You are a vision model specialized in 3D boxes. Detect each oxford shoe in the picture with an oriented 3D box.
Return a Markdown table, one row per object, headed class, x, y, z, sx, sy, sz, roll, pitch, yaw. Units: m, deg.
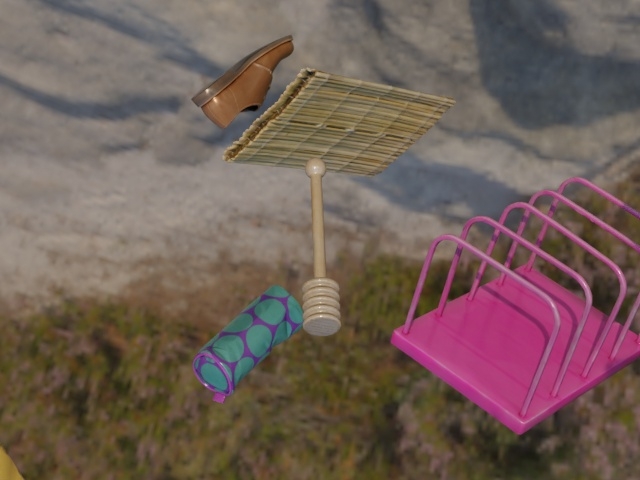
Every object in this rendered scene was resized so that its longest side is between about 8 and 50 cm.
| class | x | y | z | sx | sy | sz | roll | pitch | yaw |
| --- | --- | --- | --- | --- | --- | --- | --- | --- | --- |
| oxford shoe | -0.102 | -0.235 | 2.163 | 0.076 | 0.212 | 0.076 | 53 | 144 | -10 |

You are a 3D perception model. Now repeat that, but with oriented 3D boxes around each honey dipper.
| class | x | y | z | sx | sy | sz | roll | pitch | yaw |
| --- | --- | --- | --- | --- | --- | --- | --- | --- | --- |
| honey dipper | 0.000 | 0.000 | 1.154 | 0.030 | 0.161 | 0.030 | 0 | 146 | 0 |

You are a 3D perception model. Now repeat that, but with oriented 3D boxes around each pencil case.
| class | x | y | z | sx | sy | sz | roll | pitch | yaw |
| --- | --- | --- | --- | --- | --- | --- | --- | --- | --- |
| pencil case | -0.082 | 0.118 | 1.706 | 0.064 | 0.151 | 0.070 | 17 | 131 | 34 |

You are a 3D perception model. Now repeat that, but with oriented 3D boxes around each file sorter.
| class | x | y | z | sx | sy | sz | roll | pitch | yaw |
| --- | --- | --- | --- | --- | --- | --- | --- | --- | --- |
| file sorter | 0.270 | 0.062 | 1.767 | 0.202 | 0.290 | 0.182 | 35 | 126 | 28 |

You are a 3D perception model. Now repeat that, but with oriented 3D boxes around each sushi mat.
| class | x | y | z | sx | sy | sz | roll | pitch | yaw |
| --- | --- | --- | --- | --- | --- | --- | --- | --- | --- |
| sushi mat | 0.028 | -0.128 | 1.647 | 0.151 | 0.019 | 0.316 | -43 | 158 | 24 |

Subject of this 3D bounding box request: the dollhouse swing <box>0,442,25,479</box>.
| class | x | y | z | sx | sy | sz | roll | pitch | yaw |
| --- | --- | --- | --- | --- | --- | --- | --- | --- | --- |
| dollhouse swing | -0.305 | 0.279 | 0.740 | 0.315 | 0.305 | 0.347 | -36 | 86 | 16 |
